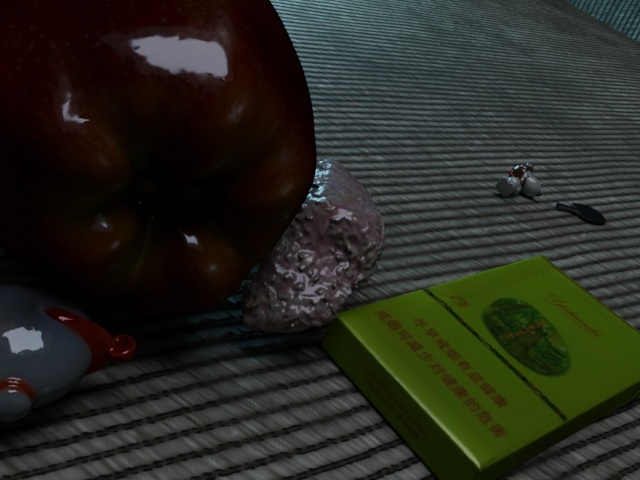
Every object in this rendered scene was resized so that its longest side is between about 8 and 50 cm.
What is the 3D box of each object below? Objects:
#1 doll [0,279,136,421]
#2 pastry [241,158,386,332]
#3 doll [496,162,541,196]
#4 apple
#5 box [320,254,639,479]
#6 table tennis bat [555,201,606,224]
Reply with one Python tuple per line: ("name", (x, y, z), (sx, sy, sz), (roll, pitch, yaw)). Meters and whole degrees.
("doll", (-0.250, 0.067, 0.500), (0.244, 0.076, 0.142), (7, 35, -15))
("pastry", (0.006, -0.009, 0.710), (0.102, 0.112, 0.265), (29, 26, -4))
("doll", (0.287, -0.087, 1.087), (0.085, 0.040, 0.058), (-1, 48, -32))
("apple", (-0.148, -0.098, 0.608), (0.288, 0.288, 0.317), (6, 30, -23))
("box", (0.183, 0.108, 0.716), (0.334, 0.047, 0.187), (-11, 43, -40))
("table tennis bat", (0.388, -0.043, 1.104), (0.083, 0.007, 0.050), (12, 33, -17))
